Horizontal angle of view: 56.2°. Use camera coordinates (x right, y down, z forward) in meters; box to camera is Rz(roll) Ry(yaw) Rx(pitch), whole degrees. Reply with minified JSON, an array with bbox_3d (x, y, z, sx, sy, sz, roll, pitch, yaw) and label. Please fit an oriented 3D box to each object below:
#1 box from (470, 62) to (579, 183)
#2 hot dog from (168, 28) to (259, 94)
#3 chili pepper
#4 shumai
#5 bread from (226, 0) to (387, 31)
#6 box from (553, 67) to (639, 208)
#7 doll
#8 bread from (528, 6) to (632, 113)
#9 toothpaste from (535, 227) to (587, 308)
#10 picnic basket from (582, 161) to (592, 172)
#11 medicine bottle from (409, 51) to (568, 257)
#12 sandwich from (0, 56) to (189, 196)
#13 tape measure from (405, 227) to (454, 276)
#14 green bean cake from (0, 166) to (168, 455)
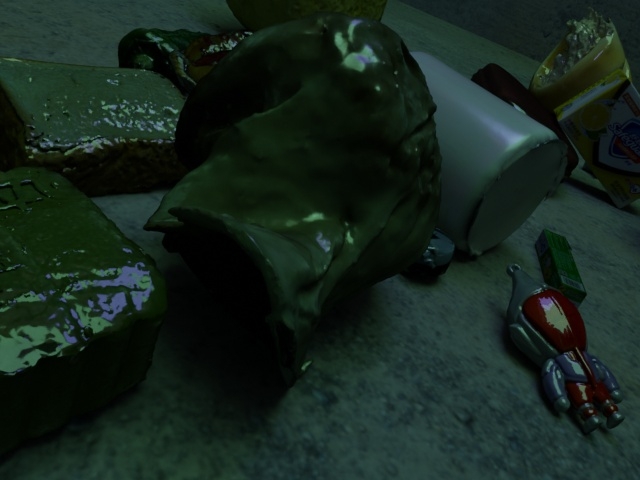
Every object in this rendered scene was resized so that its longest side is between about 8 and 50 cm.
[{"bbox_3d":[0.449,-0.269,1.365,0.263,0.108,0.404,38,28,-11],"label":"box"},{"bbox_3d":[-0.082,-0.260,0.878,0.270,0.082,0.163,-7,37,-14],"label":"hot dog"},{"bbox_3d":[-0.245,-0.299,0.987,0.136,0.099,0.270,35,27,-4],"label":"chili pepper"},{"bbox_3d":[0.000,0.000,0.572,0.330,0.291,0.289,44,28,-50],"label":"shumai"},{"bbox_3d":[-0.037,-0.581,1.348,0.307,0.348,0.348,32,31,24],"label":"bread"},{"bbox_3d":[0.664,-0.225,1.334,0.265,0.168,0.097,50,31,-14],"label":"box"},{"bbox_3d":[0.279,0.115,0.714,0.102,0.075,0.228,-3,48,-22],"label":"doll"},{"bbox_3d":[0.833,-0.534,1.876,0.245,0.329,0.424,23,24,-1],"label":"bread"},{"bbox_3d":[0.373,0.042,0.937,0.043,0.037,0.178,20,30,0],"label":"toothpaste"},{"bbox_3d":[0.712,-0.192,1.517,0.083,0.065,0.083,16,22,22],"label":"picnic basket"},{"bbox_3d":[0.167,-0.165,0.945,0.213,0.214,0.378,-10,45,-44],"label":"medicine bottle"},{"bbox_3d":[-0.272,-0.146,0.738,0.251,0.087,0.226,-9,42,-43],"label":"sandwich"},{"bbox_3d":[0.130,0.009,0.801,0.094,0.054,0.091,28,27,26],"label":"tape measure"},{"bbox_3d":[-0.242,0.044,0.431,0.214,0.113,0.200,39,36,25],"label":"green bean cake"}]
